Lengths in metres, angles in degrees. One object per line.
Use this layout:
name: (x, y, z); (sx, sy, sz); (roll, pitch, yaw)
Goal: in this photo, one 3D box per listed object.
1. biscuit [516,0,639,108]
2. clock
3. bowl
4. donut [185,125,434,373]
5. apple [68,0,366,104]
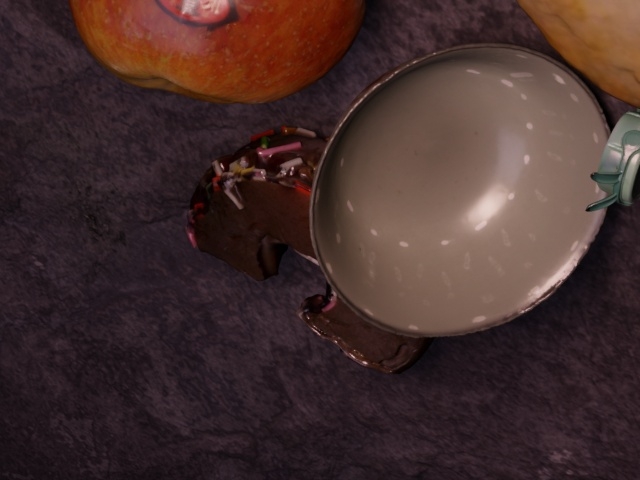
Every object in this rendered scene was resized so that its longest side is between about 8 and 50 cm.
biscuit: (0.348, -0.249, 1.689); (0.429, 0.104, 0.446); (-2, 143, 43)
clock: (0.312, -0.084, 1.904); (0.041, 0.135, 0.101); (24, 140, 19)
bowl: (0.129, -0.079, 2.002); (0.337, 0.337, 0.157); (65, 176, -32)
donut: (0.009, -0.011, 2.242); (0.345, 0.136, 0.259); (30, 141, 9)
apple: (-0.118, -0.255, 1.949); (0.309, 0.250, 0.277); (33, 171, 17)
